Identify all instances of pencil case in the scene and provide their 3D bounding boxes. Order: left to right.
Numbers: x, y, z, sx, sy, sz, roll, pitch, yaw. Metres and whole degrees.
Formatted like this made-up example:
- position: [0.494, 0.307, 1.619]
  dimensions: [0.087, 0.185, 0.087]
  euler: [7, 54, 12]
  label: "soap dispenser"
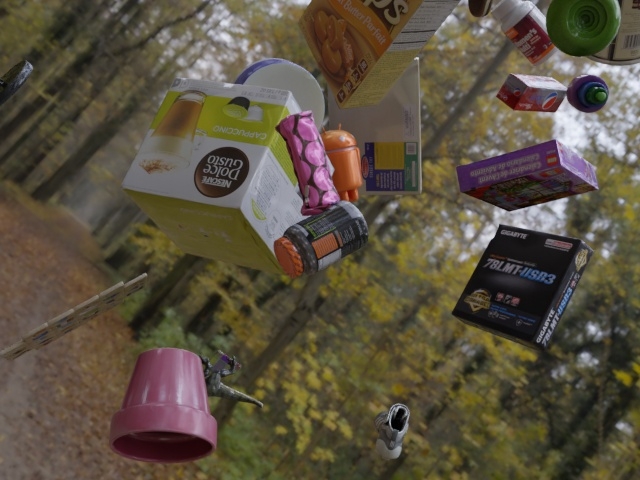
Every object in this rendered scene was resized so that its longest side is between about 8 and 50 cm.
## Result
- position: [-0.029, -0.156, 1.728]
  dimensions: [0.095, 0.098, 0.209]
  euler: [-22, -96, 40]
  label: "pencil case"

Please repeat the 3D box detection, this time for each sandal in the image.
- position: [-0.849, -0.294, 1.935]
  dimensions: [0.107, 0.446, 0.167]
  euler: [53, 17, -33]
  label: "sandal"

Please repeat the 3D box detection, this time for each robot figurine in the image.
- position: [0.045, -0.209, 2.364]
  dimensions: [0.128, 0.158, 0.219]
  euler: [-144, -135, -79]
  label: "robot figurine"

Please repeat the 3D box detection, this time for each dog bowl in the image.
- position: [-0.125, -0.376, 2.415]
  dimensions: [0.265, 0.265, 0.104]
  euler: [44, 0, -24]
  label: "dog bowl"

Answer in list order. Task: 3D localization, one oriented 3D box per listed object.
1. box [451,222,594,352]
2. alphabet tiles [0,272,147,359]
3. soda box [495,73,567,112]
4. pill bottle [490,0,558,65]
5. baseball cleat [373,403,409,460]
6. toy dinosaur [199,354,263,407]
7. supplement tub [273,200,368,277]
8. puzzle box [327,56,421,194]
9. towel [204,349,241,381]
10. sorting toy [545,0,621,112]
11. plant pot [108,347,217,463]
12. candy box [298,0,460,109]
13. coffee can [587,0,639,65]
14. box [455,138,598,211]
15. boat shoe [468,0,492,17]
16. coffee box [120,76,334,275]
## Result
- position: [0.522, 0.114, 2.236]
  dimensions: [0.073, 0.293, 0.295]
  euler: [34, -9, -34]
  label: "box"
- position: [-0.537, 0.170, 1.889]
  dimensions: [0.011, 0.343, 0.285]
  euler: [59, -16, 3]
  label: "alphabet tiles"
- position: [0.678, -0.468, 2.730]
  dimensions: [0.263, 0.092, 0.083]
  euler: [-6, 43, -45]
  label: "soda box"
- position: [0.630, -0.651, 2.616]
  dimensions: [0.221, 0.121, 0.121]
  euler: [45, -9, -7]
  label: "pill bottle"
- position: [0.159, 0.386, 1.812]
  dimensions: [0.072, 0.109, 0.206]
  euler: [20, 11, -3]
  label: "baseball cleat"
- position: [-0.261, 0.334, 2.067]
  dimensions: [0.268, 0.118, 0.064]
  euler: [11, -41, 1]
  label: "toy dinosaur"
- position: [0.000, 0.000, 1.865]
  dimensions: [0.117, 0.190, 0.117]
  euler: [47, -27, 34]
  label: "supplement tub"
- position: [0.161, -0.333, 2.544]
  dimensions: [0.272, 0.408, 0.052]
  euler: [1, 19, 10]
  label: "puzzle box"
- position: [-0.248, 0.321, 2.184]
  dimensions: [0.083, 0.060, 0.009]
  euler: [39, 7, -24]
  label: "towel"
- position: [0.447, -0.391, 1.411]
  dimensions: [0.126, 0.127, 0.365]
  euler: [-88, 172, -77]
  label: "sorting toy"
- position: [-0.297, 0.314, 1.652]
  dimensions: [0.201, 0.180, 0.201]
  euler: [-1, -32, 0]
  label: "plant pot"
- position: [0.094, -0.369, 1.314]
  dimensions: [0.316, 0.088, 0.183]
  euler: [-49, -119, 51]
  label: "candy box"
- position: [0.757, -0.608, 2.141]
  dimensions: [0.201, 0.201, 0.275]
  euler: [34, -33, 35]
  label: "coffee can"
- position: [0.421, -0.124, 1.719]
  dimensions: [0.201, 0.057, 0.293]
  euler: [-15, -13, 29]
  label: "box"
- position: [0.498, -0.773, 2.478]
  dimensions: [0.095, 0.257, 0.095]
  euler: [1, 13, -31]
  label: "boat shoe"
- position: [-0.217, -0.154, 2.117]
  dimensions: [0.338, 0.334, 0.338]
  euler: [11, -24, 25]
  label: "coffee box"
